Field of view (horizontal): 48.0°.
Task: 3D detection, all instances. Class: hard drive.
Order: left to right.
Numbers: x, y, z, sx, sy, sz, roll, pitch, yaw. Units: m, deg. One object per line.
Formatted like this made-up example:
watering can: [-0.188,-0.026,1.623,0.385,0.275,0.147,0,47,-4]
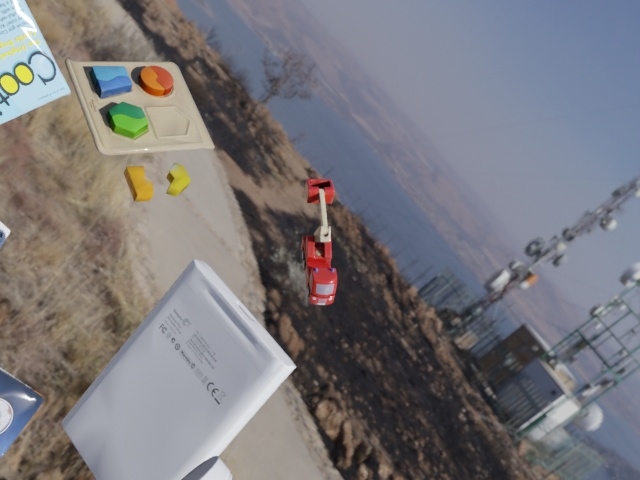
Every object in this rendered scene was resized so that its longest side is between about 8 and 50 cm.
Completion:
hard drive: [-0.226,0.237,1.095,0.233,0.353,0.047,45,11,25]

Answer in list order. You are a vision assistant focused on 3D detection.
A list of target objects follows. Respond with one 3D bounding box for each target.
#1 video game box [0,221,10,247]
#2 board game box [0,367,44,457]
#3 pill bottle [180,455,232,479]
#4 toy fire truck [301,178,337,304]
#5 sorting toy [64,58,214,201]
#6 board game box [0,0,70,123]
video game box: [-0.690,-0.012,1.319,0.205,0.048,0.187,55,28,-38]
board game box: [-0.299,0.055,0.465,0.243,0.042,0.165,2,-37,49]
pill bottle: [-0.090,0.348,0.824,0.193,0.108,0.108,53,12,-3]
toy fire truck: [0.000,0.000,1.249,0.047,0.135,0.192,1,46,-11]
sorting toy: [-0.297,-0.207,1.261,0.229,0.041,0.307,-7,60,-38]
board game box: [-0.396,-0.256,0.731,0.142,0.144,0.275,29,-35,54]
